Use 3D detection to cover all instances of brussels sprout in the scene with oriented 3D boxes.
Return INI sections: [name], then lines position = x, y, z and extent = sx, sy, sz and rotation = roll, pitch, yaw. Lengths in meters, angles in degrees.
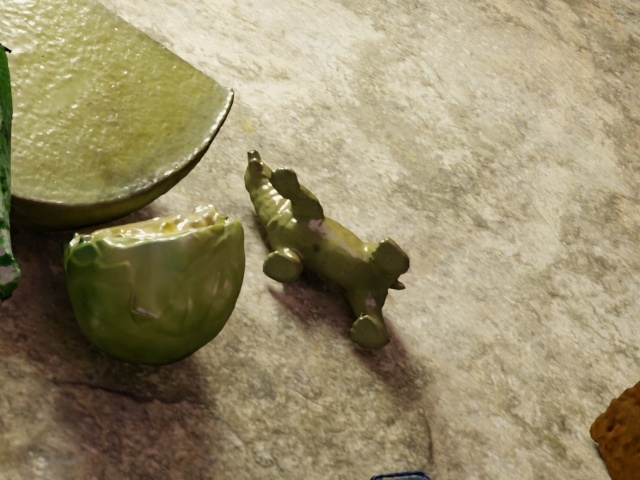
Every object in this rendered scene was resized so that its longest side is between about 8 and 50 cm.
[brussels sprout]
position = -0.127, 0.041, 1.087
extent = 0.151, 0.122, 0.149
rotation = -12, 12, -18

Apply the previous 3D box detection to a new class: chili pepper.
[chili pepper]
position = -0.257, -0.054, 1.016
extent = 0.088, 0.059, 0.227
rotation = -1, 60, -32

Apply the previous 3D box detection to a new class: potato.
[potato]
position = -0.243, -0.097, 1.165
extent = 0.269, 0.112, 0.255
rotation = 31, 44, -8

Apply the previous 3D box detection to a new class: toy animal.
[toy animal]
position = 0.000, 0.000, 1.315
extent = 0.219, 0.103, 0.101
rotation = 35, 14, -2

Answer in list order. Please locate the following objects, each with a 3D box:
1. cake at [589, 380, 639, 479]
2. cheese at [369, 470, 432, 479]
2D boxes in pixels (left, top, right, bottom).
[cake]
position = 0.457, 0.210, 1.403
extent = 0.293, 0.198, 0.196
rotation = 3, 45, -44
[cheese]
position = 0.113, 0.291, 1.084
extent = 0.155, 0.062, 0.244
rotation = 4, 45, -43
